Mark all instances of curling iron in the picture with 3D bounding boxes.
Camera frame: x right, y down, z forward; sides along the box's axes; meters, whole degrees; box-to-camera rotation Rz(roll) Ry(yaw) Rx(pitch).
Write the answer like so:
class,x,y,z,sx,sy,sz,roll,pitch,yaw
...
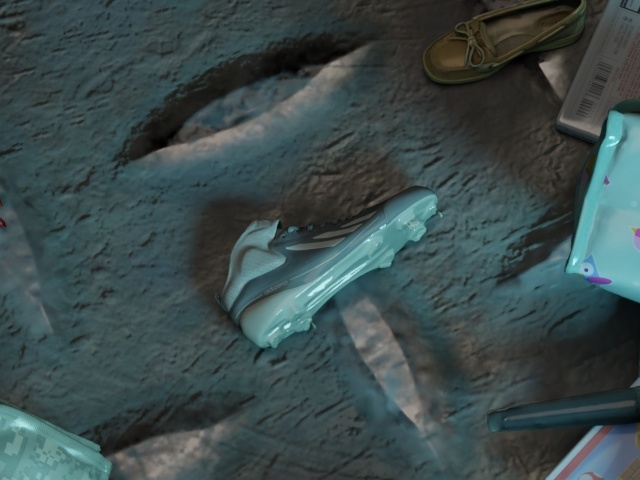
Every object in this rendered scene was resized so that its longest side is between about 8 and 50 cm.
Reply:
class,x,y,z,sx,sy,sz,roll,pitch,yaw
curling iron,0.270,0.141,1.527,0.274,0.035,0.068,1,71,5

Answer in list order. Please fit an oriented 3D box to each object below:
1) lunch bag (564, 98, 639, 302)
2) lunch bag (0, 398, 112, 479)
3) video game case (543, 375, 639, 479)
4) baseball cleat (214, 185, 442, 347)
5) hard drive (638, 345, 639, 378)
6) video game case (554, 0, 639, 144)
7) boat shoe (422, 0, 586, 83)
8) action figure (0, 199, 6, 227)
class,x,y,z,sx,sy,sz,roll,pitch,yaw
lunch bag,0.316,-0.017,1.541,0.223,0.262,0.160,15,94,8
lunch bag,-0.334,0.230,1.552,0.287,0.169,0.235,22,71,3
video game case,0.350,0.217,1.527,0.285,0.025,0.204,41,79,17
baseball cleat,0.000,0.000,1.653,0.206,0.072,0.109,-38,66,-12
hard drive,0.368,0.243,1.554,0.233,0.047,0.353,4,72,6
video game case,0.324,-0.152,1.707,0.173,0.022,0.190,22,73,12
boat shoe,0.164,-0.184,1.715,0.153,0.048,0.056,-15,71,-1
action figure,-0.340,-0.014,1.706,0.115,0.030,0.038,-15,76,1
